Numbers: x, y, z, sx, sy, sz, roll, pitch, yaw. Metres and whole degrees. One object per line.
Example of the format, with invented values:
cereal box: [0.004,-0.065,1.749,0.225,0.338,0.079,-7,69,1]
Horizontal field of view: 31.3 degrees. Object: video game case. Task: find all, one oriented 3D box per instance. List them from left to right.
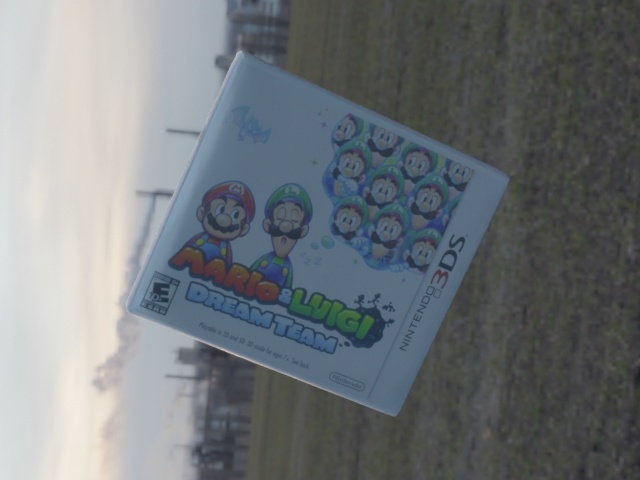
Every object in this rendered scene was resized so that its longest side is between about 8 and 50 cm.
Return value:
video game case: [0.000,0.000,0.588,0.143,0.157,0.019,-65,14,6]
